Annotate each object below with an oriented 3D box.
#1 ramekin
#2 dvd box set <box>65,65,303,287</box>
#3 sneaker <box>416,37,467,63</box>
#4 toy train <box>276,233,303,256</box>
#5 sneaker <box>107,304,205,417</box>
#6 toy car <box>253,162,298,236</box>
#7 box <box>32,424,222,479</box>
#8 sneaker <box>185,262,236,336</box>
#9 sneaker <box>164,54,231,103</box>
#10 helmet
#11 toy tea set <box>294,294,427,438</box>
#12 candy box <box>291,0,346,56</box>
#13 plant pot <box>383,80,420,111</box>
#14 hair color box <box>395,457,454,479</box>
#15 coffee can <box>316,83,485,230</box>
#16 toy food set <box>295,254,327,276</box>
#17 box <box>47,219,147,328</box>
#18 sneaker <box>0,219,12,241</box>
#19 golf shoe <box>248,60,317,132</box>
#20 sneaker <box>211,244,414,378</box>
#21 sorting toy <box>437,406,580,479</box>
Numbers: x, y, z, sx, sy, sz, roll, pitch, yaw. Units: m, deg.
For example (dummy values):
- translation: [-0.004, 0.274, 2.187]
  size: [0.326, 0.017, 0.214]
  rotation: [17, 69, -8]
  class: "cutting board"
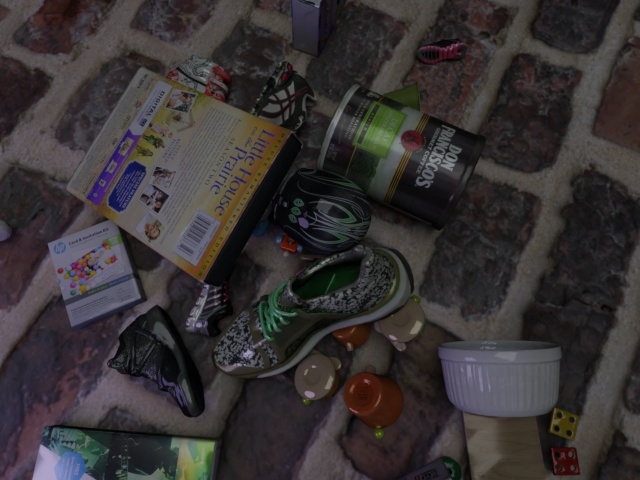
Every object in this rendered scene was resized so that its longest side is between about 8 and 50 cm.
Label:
- translation: [0.316, 0.239, 0.862]
  size: [0.207, 0.207, 0.109]
  rotation: [-1, 83, 0]
  class: "ramekin"
- translation: [-0.277, -0.140, 0.937]
  size: [0.420, 0.062, 0.308]
  rotation: [28, 86, 26]
  class: "dvd box set"
- translation: [0.283, -0.455, 1.151]
  size: [0.119, 0.047, 0.057]
  rotation: [-6, 54, -4]
  class: "sneaker"
- translation: [0.000, 0.000, 1.006]
  size: [0.166, 0.046, 0.125]
  rotation: [16, 67, 7]
  class: "toy train"
- translation: [-0.309, 0.248, 0.916]
  size: [0.130, 0.087, 0.227]
  rotation: [-32, 73, -7]
  class: "sneaker"
- translation: [-0.107, -0.085, 0.998]
  size: [0.182, 0.159, 0.136]
  rotation: [-49, 116, -13]
  class: "toy car"
- translation: [-0.351, 0.464, 0.865]
  size: [0.322, 0.058, 0.232]
  rotation: [4, 74, 0]
  class: "box"
- translation: [-0.199, 0.116, 0.967]
  size: [0.074, 0.063, 0.170]
  rotation: [23, 80, 7]
  class: "sneaker"
- translation: [-0.233, -0.301, 1.074]
  size: [0.270, 0.090, 0.145]
  rotation: [41, 80, 14]
  class: "sneaker"
- translation: [0.013, -0.051, 0.911]
  size: [0.161, 0.169, 0.169]
  rotation: [26, 75, 15]
  class: "helmet"
- translation: [0.107, 0.196, 0.937]
  size: [0.200, 0.124, 0.336]
  rotation: [22, 76, 37]
  class: "toy tea set"
- translation: [0.004, -0.556, 1.111]
  size: [0.070, 0.165, 0.196]
  rotation: [22, 74, 5]
  class: "candy box"
- translation: [0.182, -0.307, 1.090]
  size: [0.079, 0.083, 0.083]
  rotation: [-6, 73, 12]
  class: "plant pot"
- translation: [0.060, 0.492, 0.763]
  size: [0.374, 0.185, 0.114]
  rotation: [-28, 73, 1]
  class: "hair color box"
- translation: [0.157, -0.167, 0.978]
  size: [0.275, 0.201, 0.201]
  rotation: [25, 75, 8]
  class: "coffee can"
- translation: [-0.016, 0.091, 0.996]
  size: [0.078, 0.019, 0.122]
  rotation: [1, 75, 0]
  class: "toy food set"
- translation: [-0.456, 0.065, 0.993]
  size: [0.145, 0.038, 0.186]
  rotation: [-22, 74, -7]
  class: "box"
- translation: [-0.752, -0.064, 1.003]
  size: [0.240, 0.091, 0.126]
  rotation: [3, 73, 2]
  class: "sneaker"
- translation: [-0.091, -0.263, 1.033]
  size: [0.120, 0.105, 0.273]
  rotation: [34, 59, -17]
  class: "golf shoe"
- translation: [-0.045, 0.110, 0.869]
  size: [0.410, 0.182, 0.158]
  rotation: [-31, 57, 11]
  class: "sneaker"
- translation: [0.340, 0.369, 0.899]
  size: [0.274, 0.046, 0.132]
  rotation: [-4, 73, -1]
  class: "sorting toy"
